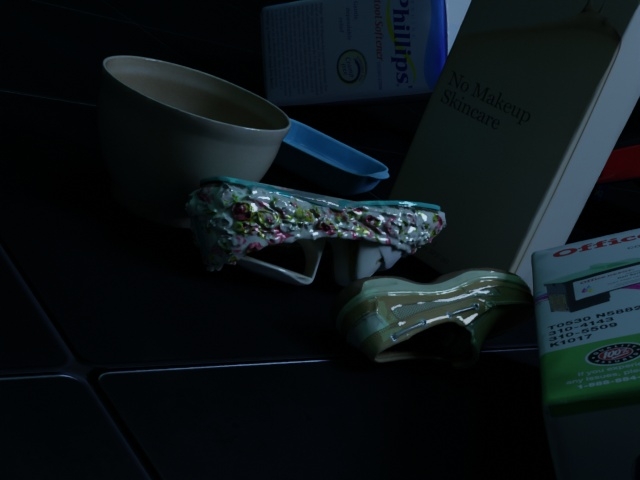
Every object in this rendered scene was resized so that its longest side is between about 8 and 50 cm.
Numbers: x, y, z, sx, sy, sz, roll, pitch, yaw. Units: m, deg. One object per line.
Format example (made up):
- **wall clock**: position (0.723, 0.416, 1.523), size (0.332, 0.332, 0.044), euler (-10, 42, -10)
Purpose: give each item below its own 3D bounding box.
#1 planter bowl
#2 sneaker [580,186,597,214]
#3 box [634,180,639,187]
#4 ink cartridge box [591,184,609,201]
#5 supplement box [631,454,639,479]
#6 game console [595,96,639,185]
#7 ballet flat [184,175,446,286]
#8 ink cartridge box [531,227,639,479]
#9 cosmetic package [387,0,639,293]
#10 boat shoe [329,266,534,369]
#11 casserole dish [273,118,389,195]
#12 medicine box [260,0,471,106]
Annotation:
- **planter bowl**: position (-0.118, -0.077, 0.738), size (0.162, 0.109, 0.162), euler (18, 20, -7)
- **sneaker**: position (0.322, -0.138, 1.331), size (0.228, 0.130, 0.087), euler (22, 17, 10)
- **box**: position (0.549, -0.078, 1.322), size (0.307, 0.076, 0.242), euler (39, 15, -17)
- **ink cartridge box**: position (0.402, -0.133, 1.443), size (0.207, 0.097, 0.046), euler (10, 22, -28)
- **supplement box**: position (0.257, 0.134, 0.156), size (0.194, 0.195, 0.356), euler (14, -21, -21)
- **game console**: position (0.349, -0.158, 1.207), size (0.342, 0.060, 0.386), euler (-12, 22, 21)
- **ballet flat**: position (0.000, 0.000, 0.713), size (0.241, 0.077, 0.091), euler (5, -11, -30)
- **ink cartridge box**: position (0.247, 0.076, 0.559), size (0.202, 0.117, 0.278), euler (-13, 13, 15)
- **cosmetic package**: position (0.194, -0.110, 0.845), size (0.160, 0.309, 0.113), euler (33, 23, 32)
- **boat shoe**: position (0.099, 0.068, 0.661), size (0.190, 0.068, 0.072), euler (-4, 42, -32)
- **casserole dish**: position (-0.009, -0.099, 1.024), size (0.188, 0.037, 0.114), euler (29, 20, 20)
- **medicine box**: position (0.102, -0.282, 1.300), size (0.289, 0.149, 0.263), euler (-1, 7, 30)
